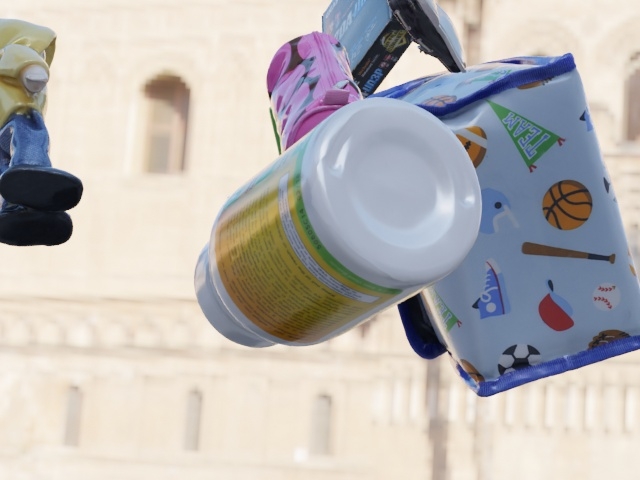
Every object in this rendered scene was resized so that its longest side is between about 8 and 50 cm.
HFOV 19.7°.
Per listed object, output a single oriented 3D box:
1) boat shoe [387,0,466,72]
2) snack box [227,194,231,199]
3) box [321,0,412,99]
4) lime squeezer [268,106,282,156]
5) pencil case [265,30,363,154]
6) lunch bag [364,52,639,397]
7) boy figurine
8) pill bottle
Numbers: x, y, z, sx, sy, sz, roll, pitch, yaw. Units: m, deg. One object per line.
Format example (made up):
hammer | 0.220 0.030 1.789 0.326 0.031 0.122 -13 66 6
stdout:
boat shoe | 0.101 -0.194 1.708 0.038 0.046 0.125 -20 -34 17
snack box | -0.027 -0.059 2.201 0.178 0.064 0.022 -23 -46 13
box | 0.067 -0.296 2.492 0.051 0.175 0.220 12 -35 -20
lime squeezer | -0.023 -0.013 2.082 0.058 0.110 0.310 -2 -39 2
pencil case | 0.001 -0.120 1.639 0.095 0.098 0.209 -8 25 -6
lunch bag | 0.183 -0.029 2.027 0.239 0.328 0.385 -15 8 -2
boy figurine | -0.299 -0.116 1.837 0.092 0.285 0.177 5 -51 -18
pill bottle | 0.000 0.000 1.347 0.136 0.136 0.245 10 -22 -25
